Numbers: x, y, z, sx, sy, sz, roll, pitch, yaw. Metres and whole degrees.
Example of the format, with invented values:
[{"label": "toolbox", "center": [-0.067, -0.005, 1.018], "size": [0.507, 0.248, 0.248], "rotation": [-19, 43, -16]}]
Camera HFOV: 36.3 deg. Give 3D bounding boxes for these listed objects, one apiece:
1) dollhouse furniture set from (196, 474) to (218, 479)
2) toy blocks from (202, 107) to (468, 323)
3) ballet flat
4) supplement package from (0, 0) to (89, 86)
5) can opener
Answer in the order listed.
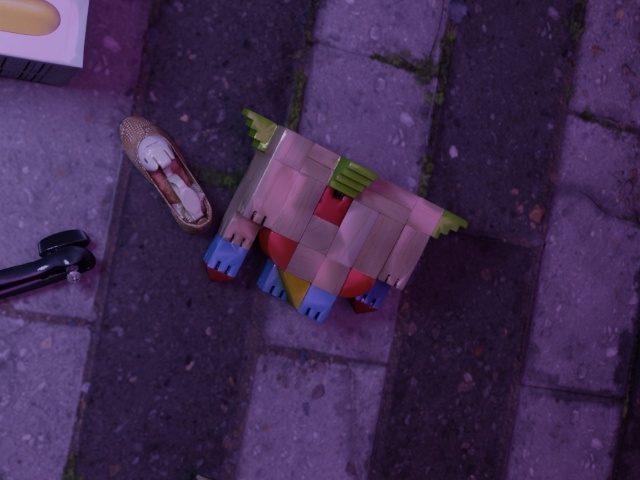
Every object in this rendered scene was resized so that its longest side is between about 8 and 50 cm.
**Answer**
[{"label": "dollhouse furniture set", "center": [-0.184, 0.451, 1.496], "size": [0.161, 0.101, 0.182], "rotation": [31, 79, -45]}, {"label": "toy blocks", "center": [0.000, 0.000, 1.510], "size": [0.381, 0.191, 0.261], "rotation": [25, 94, -20]}, {"label": "ballet flat", "center": [-0.222, -0.100, 1.454], "size": [0.073, 0.067, 0.206], "rotation": [-40, 105, -15]}, {"label": "supplement package", "center": [-0.448, -0.331, 1.283], "size": [0.263, 0.198, 0.199], "rotation": [7, 89, -22]}, {"label": "can opener", "center": [-0.412, 0.048, 1.397], "size": [0.186, 0.073, 0.059], "rotation": [-24, 139, -17]}]
